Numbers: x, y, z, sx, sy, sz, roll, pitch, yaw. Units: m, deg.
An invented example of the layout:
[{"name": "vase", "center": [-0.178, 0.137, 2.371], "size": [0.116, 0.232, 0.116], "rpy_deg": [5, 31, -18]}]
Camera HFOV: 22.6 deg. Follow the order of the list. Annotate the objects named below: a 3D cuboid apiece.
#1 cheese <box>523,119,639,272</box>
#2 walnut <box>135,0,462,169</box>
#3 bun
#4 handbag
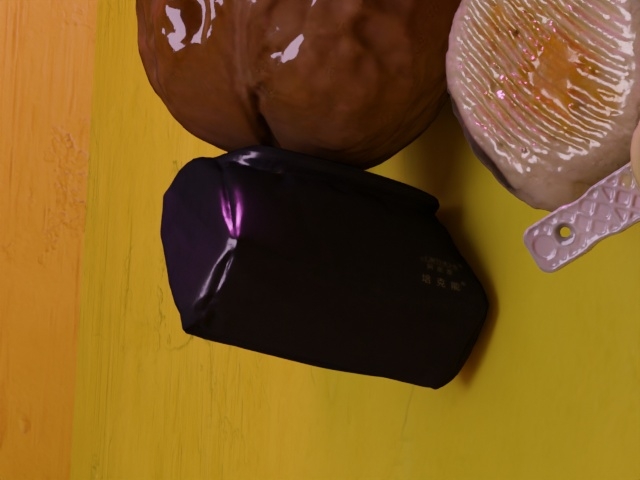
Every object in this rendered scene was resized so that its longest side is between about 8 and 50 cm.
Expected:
[{"name": "cheese", "center": [0.257, -0.050, 1.174], "size": [0.255, 0.050, 0.127], "rpy_deg": [-37, 82, 30]}, {"name": "walnut", "center": [-0.010, -0.264, 1.640], "size": [0.308, 0.354, 0.397], "rpy_deg": [-32, -45, -74]}, {"name": "bun", "center": [0.213, -0.141, 1.307], "size": [0.244, 0.153, 0.243], "rpy_deg": [-10, 76, 43]}, {"name": "handbag", "center": [0.001, -0.002, 1.622], "size": [0.275, 0.302, 0.177], "rpy_deg": [-107, 37, -53]}]
